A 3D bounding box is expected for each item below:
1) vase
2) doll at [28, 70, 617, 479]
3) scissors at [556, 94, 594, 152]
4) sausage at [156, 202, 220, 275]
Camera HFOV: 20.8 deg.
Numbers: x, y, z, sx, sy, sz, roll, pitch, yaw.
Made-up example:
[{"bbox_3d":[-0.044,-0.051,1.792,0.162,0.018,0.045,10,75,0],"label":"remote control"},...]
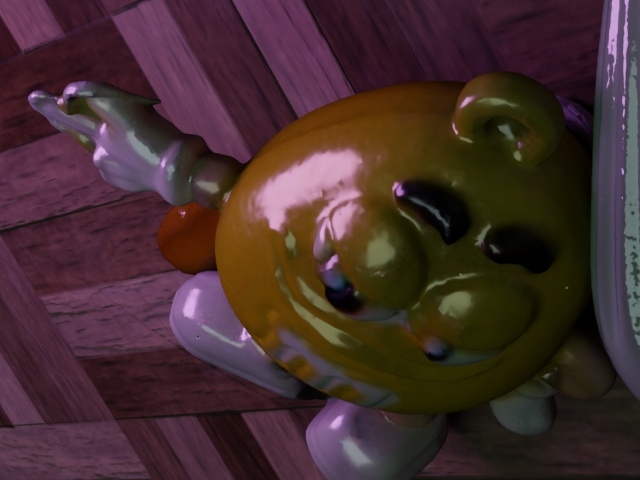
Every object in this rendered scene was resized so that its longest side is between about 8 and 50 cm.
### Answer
[{"bbox_3d":[0.187,-0.038,0.844,0.128,0.128,0.248,11,120,44],"label":"vase"},{"bbox_3d":[0.014,0.021,1.052,0.348,0.161,0.423,12,151,25],"label":"doll"},{"bbox_3d":[0.178,0.004,0.983,0.100,0.015,0.189,11,131,50],"label":"scissors"},{"bbox_3d":[-0.063,-0.017,1.211,0.062,0.054,0.183,18,154,-23],"label":"sausage"}]
